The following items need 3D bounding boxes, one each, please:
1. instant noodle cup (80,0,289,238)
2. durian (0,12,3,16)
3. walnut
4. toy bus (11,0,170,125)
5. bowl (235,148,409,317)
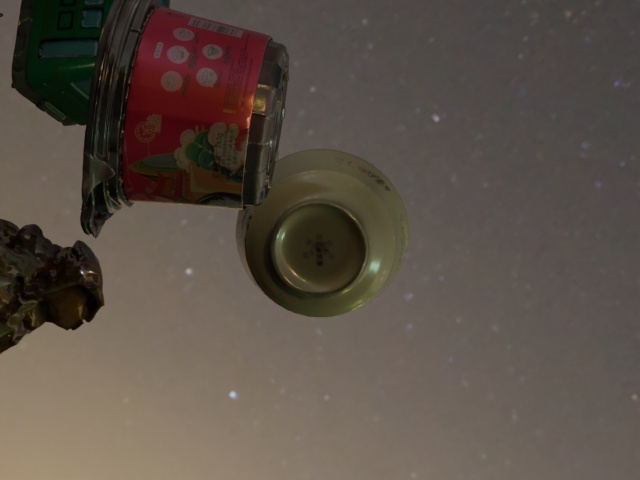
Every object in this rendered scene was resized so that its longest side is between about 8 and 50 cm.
[{"bbox_3d":[-0.132,-0.135,1.295,0.181,0.302,0.258,9,-10,2],"label":"instant noodle cup"},{"bbox_3d":[-0.480,-0.251,1.435,0.078,0.224,0.140,17,-60,28],"label":"durian"},{"bbox_3d":[-0.419,0.060,1.602,0.204,0.238,0.141,-54,-138,33],"label":"walnut"},{"bbox_3d":[-0.332,-0.355,1.831,0.199,0.344,0.183,-4,-18,21],"label":"toy bus"},{"bbox_3d":[0.000,0.000,1.610,0.238,0.237,0.126,49,8,-6],"label":"bowl"}]
